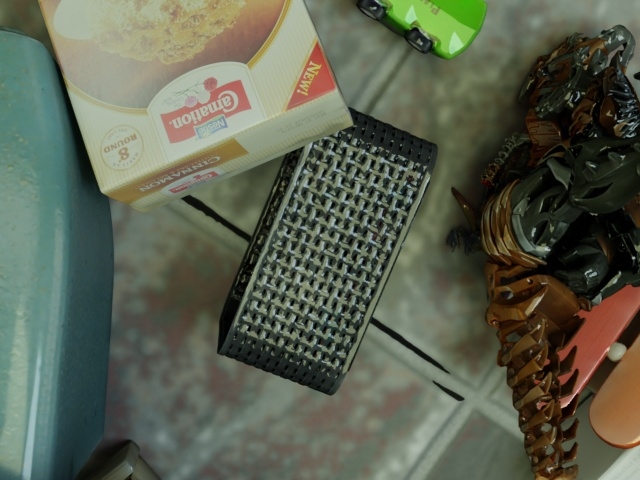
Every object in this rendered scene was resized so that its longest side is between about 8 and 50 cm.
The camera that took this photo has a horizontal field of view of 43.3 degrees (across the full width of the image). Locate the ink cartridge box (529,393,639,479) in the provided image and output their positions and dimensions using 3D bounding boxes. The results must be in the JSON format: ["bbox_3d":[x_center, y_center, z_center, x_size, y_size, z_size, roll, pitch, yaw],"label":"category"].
[{"bbox_3d":[0.303,0.208,0.643,0.158,0.092,0.218,-44,102,2],"label":"ink cartridge box"}]

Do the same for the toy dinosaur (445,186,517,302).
[{"bbox_3d":[0.143,0.005,0.621,0.082,0.047,0.090,3,88,-25],"label":"toy dinosaur"}]

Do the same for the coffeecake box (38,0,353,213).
[{"bbox_3d":[-0.081,-0.131,0.476,0.142,0.068,0.186,-22,79,6],"label":"coffeecake box"}]

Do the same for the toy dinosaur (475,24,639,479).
[{"bbox_3d":[0.180,-0.012,0.507,0.164,0.218,0.322,14,68,-35],"label":"toy dinosaur"}]

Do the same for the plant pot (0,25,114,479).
[{"bbox_3d":[-0.249,0.001,0.483,0.247,0.248,0.253,9,86,-8],"label":"plant pot"}]

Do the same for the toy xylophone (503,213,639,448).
[{"bbox_3d":[0.295,0.066,0.538,0.322,0.081,0.236,24,75,32],"label":"toy xylophone"}]

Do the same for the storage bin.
[{"bbox_3d":[0.000,0.000,0.561,0.084,0.122,0.180,21,96,-9],"label":"storage bin"}]

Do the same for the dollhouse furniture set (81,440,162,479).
[{"bbox_3d":[-0.126,0.267,0.526,0.212,0.242,0.161,-39,100,0],"label":"dollhouse furniture set"}]

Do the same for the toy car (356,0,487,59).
[{"bbox_3d":[0.014,-0.205,0.567,0.225,0.053,0.239,34,94,-10],"label":"toy car"}]
